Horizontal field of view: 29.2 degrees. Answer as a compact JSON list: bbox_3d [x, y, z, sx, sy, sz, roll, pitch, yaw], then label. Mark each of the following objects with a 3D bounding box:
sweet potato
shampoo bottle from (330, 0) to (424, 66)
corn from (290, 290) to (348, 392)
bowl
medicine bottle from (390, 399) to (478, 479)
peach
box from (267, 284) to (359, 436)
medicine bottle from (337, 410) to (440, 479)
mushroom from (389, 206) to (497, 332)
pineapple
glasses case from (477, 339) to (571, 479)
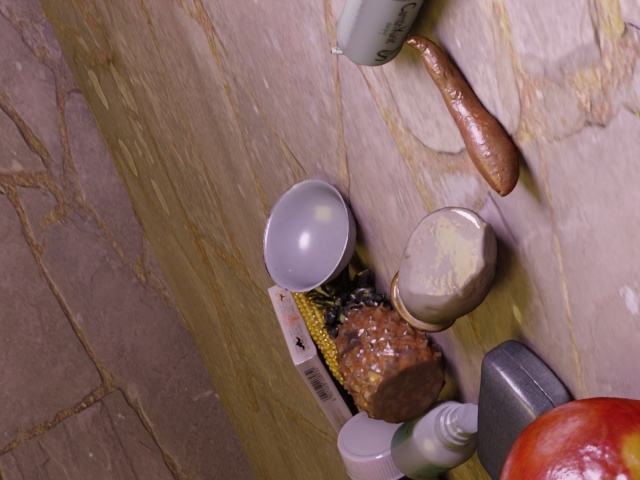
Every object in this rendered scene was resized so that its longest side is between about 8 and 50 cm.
[{"bbox_3d":[0.166,-0.147,1.397,0.214,0.050,0.050,60,164,8],"label":"sweet potato"},{"bbox_3d":[0.070,-0.267,1.389,0.085,0.085,0.262,55,163,10],"label":"shampoo bottle"},{"bbox_3d":[0.026,0.141,2.188,0.318,0.115,0.115,58,163,1],"label":"corn"},{"bbox_3d":[0.000,0.000,1.998,0.086,0.189,0.189,17,-161,-46],"label":"bowl"},{"bbox_3d":[0.200,0.317,1.999,0.110,0.110,0.352,55,163,10],"label":"medicine bottle"},{"bbox_3d":[0.328,0.327,1.385,0.308,0.308,0.332,59,177,-4],"label":"peach"},{"bbox_3d":[0.006,0.260,2.367,0.365,0.051,0.204,62,-177,-45],"label":"box"},{"bbox_3d":[0.141,0.460,2.319,0.165,0.165,0.273,32,150,55],"label":"medicine bottle"},{"bbox_3d":[0.161,0.046,1.630,0.128,0.128,0.350,55,167,9],"label":"mushroom"},{"bbox_3d":[0.069,0.142,2.023,0.340,0.169,0.169,54,165,44],"label":"pineapple"},{"bbox_3d":[0.285,0.271,1.741,0.131,0.074,0.323,46,160,31],"label":"glasses case"}]
